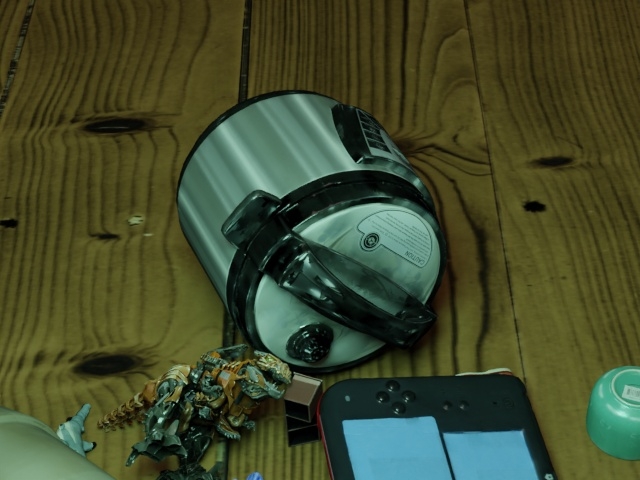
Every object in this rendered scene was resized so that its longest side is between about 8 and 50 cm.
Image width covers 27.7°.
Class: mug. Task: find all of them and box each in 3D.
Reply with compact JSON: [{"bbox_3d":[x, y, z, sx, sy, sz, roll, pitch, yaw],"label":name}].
[{"bbox_3d":[0.487,0.251,1.981,0.157,0.097,0.129,-20,46,-17],"label":"mug"}]

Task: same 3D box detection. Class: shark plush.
[{"bbox_3d":[-0.380,0.319,2.009,0.067,0.073,0.161,16,22,-8],"label":"shark plush"}]

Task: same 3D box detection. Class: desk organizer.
[{"bbox_3d":[-0.024,0.264,1.970,0.047,0.130,0.050,14,49,17],"label":"desk organizer"}]

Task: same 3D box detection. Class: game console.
[{"bbox_3d":[0.183,0.356,1.866,0.342,0.060,0.387,-3,48,-11],"label":"game console"}]

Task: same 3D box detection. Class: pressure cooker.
[{"bbox_3d":[-0.003,0.005,2.067,0.369,0.376,0.420,-13,40,-19],"label":"pressure cooker"}]

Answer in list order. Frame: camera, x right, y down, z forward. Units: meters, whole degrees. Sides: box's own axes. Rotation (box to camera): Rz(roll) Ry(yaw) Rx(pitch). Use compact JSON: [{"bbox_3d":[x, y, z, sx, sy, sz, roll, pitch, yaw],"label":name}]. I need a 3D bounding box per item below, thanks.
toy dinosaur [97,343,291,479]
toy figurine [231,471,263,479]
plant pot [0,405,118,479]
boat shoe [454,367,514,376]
[{"bbox_3d":[-0.193,0.262,1.965,0.164,0.322,0.218,33,47,-26],"label":"toy dinosaur"},{"bbox_3d":[-0.101,0.411,1.757,0.362,0.217,0.191,-24,48,-20],"label":"toy figurine"},{"bbox_3d":[-0.366,0.392,1.672,0.280,0.323,0.323,7,42,32],"label":"plant pot"},{"bbox_3d":[0.247,0.236,2.048,0.137,0.049,0.043,-9,46,-14],"label":"boat shoe"}]
